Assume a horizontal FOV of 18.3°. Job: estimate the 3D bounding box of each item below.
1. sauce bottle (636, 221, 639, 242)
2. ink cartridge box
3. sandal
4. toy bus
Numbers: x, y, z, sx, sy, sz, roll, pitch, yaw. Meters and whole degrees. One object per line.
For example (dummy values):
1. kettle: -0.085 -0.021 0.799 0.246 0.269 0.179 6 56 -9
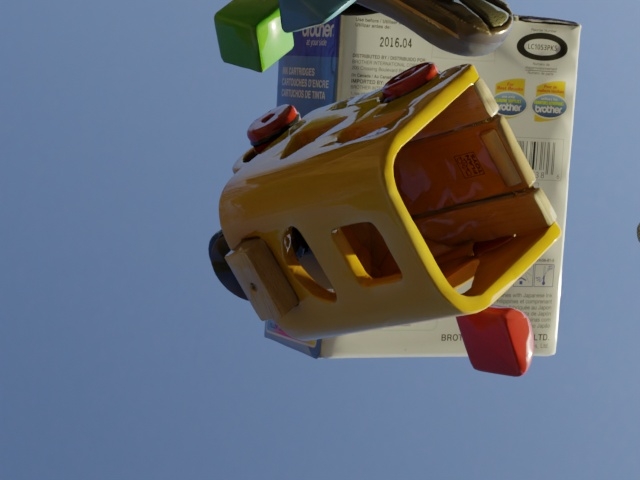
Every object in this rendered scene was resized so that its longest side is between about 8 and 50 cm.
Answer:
1. sauce bottle: 0.286 -0.022 1.526 0.042 0.042 0.128 39 -142 28
2. ink cartridge box: 0.100 -0.089 1.932 0.270 0.395 0.151 1 -173 -27
3. sandal: 0.021 -0.145 1.110 0.090 0.060 0.219 -11 -143 -41
4. toy bus: 0.005 -0.006 0.913 0.191 0.202 0.104 31 -131 22
